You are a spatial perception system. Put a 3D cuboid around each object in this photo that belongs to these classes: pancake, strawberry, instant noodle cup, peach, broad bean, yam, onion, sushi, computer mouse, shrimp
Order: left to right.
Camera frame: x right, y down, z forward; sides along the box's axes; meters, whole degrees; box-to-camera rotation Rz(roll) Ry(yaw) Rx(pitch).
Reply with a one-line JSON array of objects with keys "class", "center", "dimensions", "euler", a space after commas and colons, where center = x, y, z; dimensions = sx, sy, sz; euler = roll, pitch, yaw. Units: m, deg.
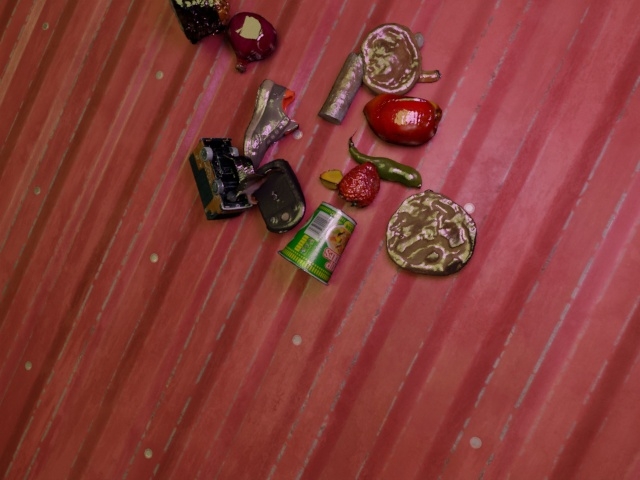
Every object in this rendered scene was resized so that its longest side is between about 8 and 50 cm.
[{"class": "sushi", "center": [-0.444, -0.877, 1.651], "dimensions": [0.207, 0.235, 0.349], "euler": [-19, 53, 1]}, {"class": "onion", "center": [-0.274, -0.736, 1.645], "dimensions": [0.195, 0.140, 0.218], "euler": [30, 97, 8]}, {"class": "computer mouse", "center": [-0.142, -0.151, 1.573], "dimensions": [0.170, 0.100, 0.270], "euler": [-27, 73, 11]}, {"class": "instant noodle cup", "center": [0.000, 0.000, 1.484], "dimensions": [0.207, 0.207, 0.233], "euler": [32, 88, 15]}, {"class": "peach", "center": [0.041, -0.210, 1.554], "dimensions": [0.083, 0.050, 0.078], "euler": [-13, 59, 4]}, {"class": "yam", "center": [0.088, -0.538, 1.549], "dimensions": [0.093, 0.093, 0.260], "euler": [28, 93, 15]}, {"class": "strawberry", "center": [0.137, -0.184, 1.486], "dimensions": [0.131, 0.131, 0.148], "euler": [50, 120, 13]}, {"class": "broad bean", "center": [0.214, -0.266, 1.512], "dimensions": [0.318, 0.056, 0.098], "euler": [40, 97, 16]}, {"class": "pancake", "center": [0.236, -0.606, 1.483], "dimensions": [0.222, 0.042, 0.237], "euler": [12, 98, 3]}, {"class": "peach", "center": [0.254, -0.402, 1.461], "dimensions": [0.267, 0.154, 0.159], "euler": [19, 92, 15]}, {"class": "shrimp", "center": [0.352, -0.622, 1.508], "dimensions": [0.165, 0.049, 0.161], "euler": [27, 95, 14]}, {"class": "pancake", "center": [0.360, -0.019, 1.439], "dimensions": [0.294, 0.049, 0.295], "euler": [-1, 86, 19]}]

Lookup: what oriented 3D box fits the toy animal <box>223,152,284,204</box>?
[{"class": "toy animal", "center": [-0.225, -0.207, 1.497], "dimensions": [0.272, 0.197, 0.160], "euler": [48, 126, 43]}]

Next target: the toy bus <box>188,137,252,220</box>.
[{"class": "toy bus", "center": [-0.365, -0.216, 1.598], "dimensions": [0.167, 0.138, 0.276], "euler": [-31, 76, 46]}]

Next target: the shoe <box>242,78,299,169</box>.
[{"class": "shoe", "center": [-0.164, -0.404, 1.597], "dimensions": [0.170, 0.132, 0.337], "euler": [15, 86, 6]}]

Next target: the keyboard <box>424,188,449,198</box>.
[{"class": "keyboard", "center": [0.341, -0.038, 1.479], "dimensions": [0.106, 0.016, 0.263], "euler": [27, 93, 16]}]
